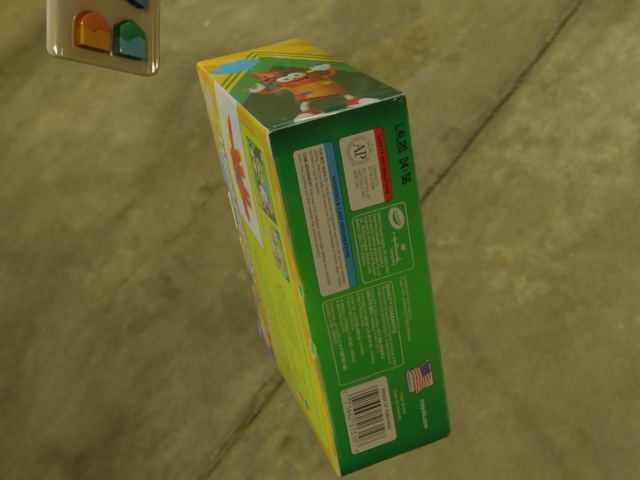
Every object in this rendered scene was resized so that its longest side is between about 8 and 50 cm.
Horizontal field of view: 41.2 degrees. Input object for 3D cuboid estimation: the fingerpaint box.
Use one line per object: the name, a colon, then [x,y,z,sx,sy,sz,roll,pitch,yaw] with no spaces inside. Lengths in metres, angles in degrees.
fingerpaint box: [0.000,0.000,1.090,0.163,0.445,0.371,-17,26,-13]

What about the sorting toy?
sorting toy: [-0.338,-0.373,1.363,0.038,0.208,0.193,1,91,39]
